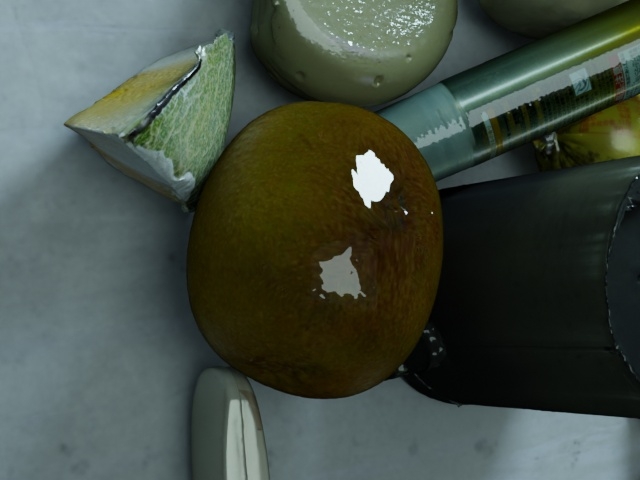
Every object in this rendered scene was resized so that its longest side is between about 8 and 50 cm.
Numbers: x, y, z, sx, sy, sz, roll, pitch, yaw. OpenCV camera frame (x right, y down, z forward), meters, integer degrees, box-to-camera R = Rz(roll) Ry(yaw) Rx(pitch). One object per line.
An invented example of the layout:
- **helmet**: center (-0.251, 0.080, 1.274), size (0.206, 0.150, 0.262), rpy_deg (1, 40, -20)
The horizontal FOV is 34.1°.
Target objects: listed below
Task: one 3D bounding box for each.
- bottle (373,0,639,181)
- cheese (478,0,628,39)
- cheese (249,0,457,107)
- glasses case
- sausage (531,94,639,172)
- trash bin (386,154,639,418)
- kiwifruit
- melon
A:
- **bottle**: center (0.181, -0.129, 0.920), size (0.286, 0.082, 0.082), rpy_deg (-24, 98, -5)
- **cheese**: center (0.336, -0.326, 1.048), size (0.351, 0.130, 0.328), rpy_deg (17, 80, -25)
- **cheese**: center (0.031, -0.199, 0.897), size (0.203, 0.091, 0.175), rpy_deg (1, 85, -30)
- **glasses case**: center (-0.069, 0.200, 0.814), size (0.051, 0.081, 0.204), rpy_deg (-4, 89, -27)
- **sausage**: center (0.355, -0.072, 1.044), size (0.347, 0.123, 0.123), rpy_deg (12, 80, -27)
- **trash bin**: center (0.200, 0.042, 0.848), size (0.252, 0.301, 0.202), rpy_deg (-24, 98, -29)
- **kiwifruit**: center (0.000, 0.000, 0.803), size (0.196, 0.196, 0.234), rpy_deg (36, 48, -22)
- **melon**: center (-0.117, -0.086, 0.821), size (0.202, 0.093, 0.139), rpy_deg (-56, 143, -51)
